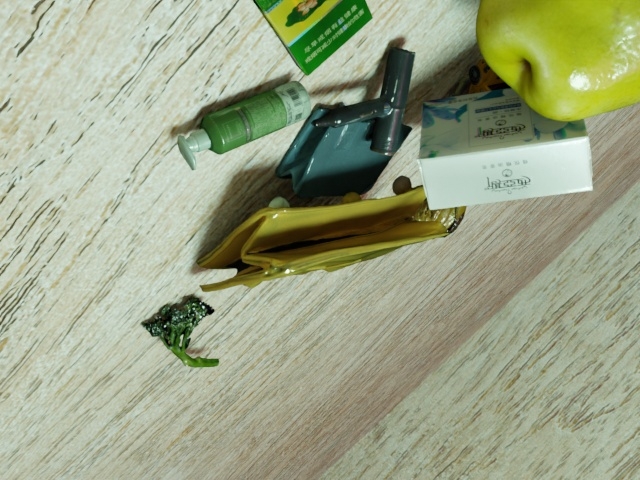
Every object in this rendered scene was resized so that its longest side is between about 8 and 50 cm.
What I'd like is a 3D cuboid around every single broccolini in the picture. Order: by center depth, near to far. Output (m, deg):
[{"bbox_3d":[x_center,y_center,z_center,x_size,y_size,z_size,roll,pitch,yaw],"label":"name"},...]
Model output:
[{"bbox_3d":[-0.240,0.185,1.511,0.123,0.062,0.271,-25,149,2],"label":"broccolini"}]

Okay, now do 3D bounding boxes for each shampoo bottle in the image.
[{"bbox_3d":[-0.111,-0.166,1.109,0.204,0.065,0.065,-27,152,-26],"label":"shampoo bottle"}]

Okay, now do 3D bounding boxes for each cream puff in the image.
[{"bbox_3d":[0.263,-0.067,1.744,0.104,0.119,0.133,33,136,-27],"label":"cream puff"}]

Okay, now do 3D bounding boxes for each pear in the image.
[{"bbox_3d":[0.433,-0.384,1.181,0.418,0.362,0.362,-45,156,-6],"label":"pear"}]

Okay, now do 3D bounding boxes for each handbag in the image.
[{"bbox_3d":[0.048,-0.158,1.346,0.229,0.062,0.179,-6,139,-51],"label":"handbag"},{"bbox_3d":[0.000,0.000,1.381,0.401,0.133,0.283,-12,169,-36],"label":"handbag"}]

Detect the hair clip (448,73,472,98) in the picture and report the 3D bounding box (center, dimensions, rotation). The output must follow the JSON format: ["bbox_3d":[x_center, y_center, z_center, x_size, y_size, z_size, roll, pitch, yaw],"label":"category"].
[{"bbox_3d":[0.307,-0.274,1.545,0.146,0.056,0.187,-30,145,-18],"label":"hair clip"}]

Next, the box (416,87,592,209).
[{"bbox_3d":[0.315,-0.169,1.338,0.274,0.203,0.116,-6,129,16],"label":"box"}]

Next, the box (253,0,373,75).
[{"bbox_3d":[-0.015,-0.323,1.019,0.132,0.034,0.235,-41,155,3],"label":"box"}]

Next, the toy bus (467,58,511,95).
[{"bbox_3d":[0.323,-0.250,1.467,0.083,0.088,0.194,-16,137,-25],"label":"toy bus"}]

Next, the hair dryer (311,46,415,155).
[{"bbox_3d":[0.067,-0.223,1.219,0.195,0.050,0.173,-6,112,-45],"label":"hair dryer"}]
